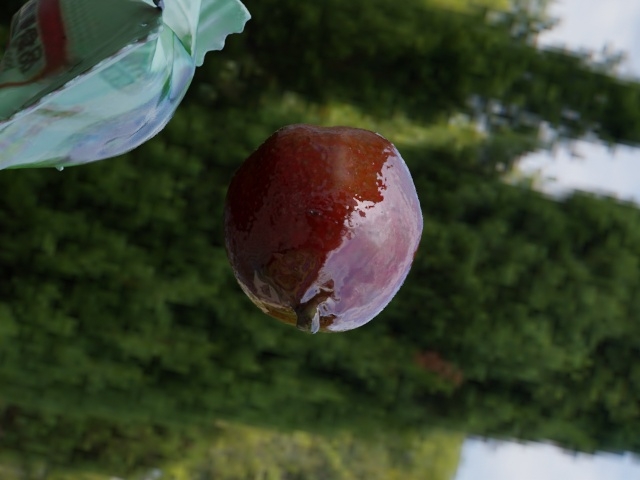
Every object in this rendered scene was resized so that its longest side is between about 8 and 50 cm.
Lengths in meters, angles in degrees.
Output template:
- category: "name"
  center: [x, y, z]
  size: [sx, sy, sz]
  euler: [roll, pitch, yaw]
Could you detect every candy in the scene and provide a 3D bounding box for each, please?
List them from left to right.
- category: "candy"
  center: [-0.215, -0.145, 1.626]
  size: [0.263, 0.172, 0.398]
  euler: [-41, -171, 14]

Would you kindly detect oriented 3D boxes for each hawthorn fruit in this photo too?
- category: "hawthorn fruit"
  center: [0.000, 0.000, 1.463]
  size: [0.169, 0.169, 0.188]
  euler: [108, -9, -59]
